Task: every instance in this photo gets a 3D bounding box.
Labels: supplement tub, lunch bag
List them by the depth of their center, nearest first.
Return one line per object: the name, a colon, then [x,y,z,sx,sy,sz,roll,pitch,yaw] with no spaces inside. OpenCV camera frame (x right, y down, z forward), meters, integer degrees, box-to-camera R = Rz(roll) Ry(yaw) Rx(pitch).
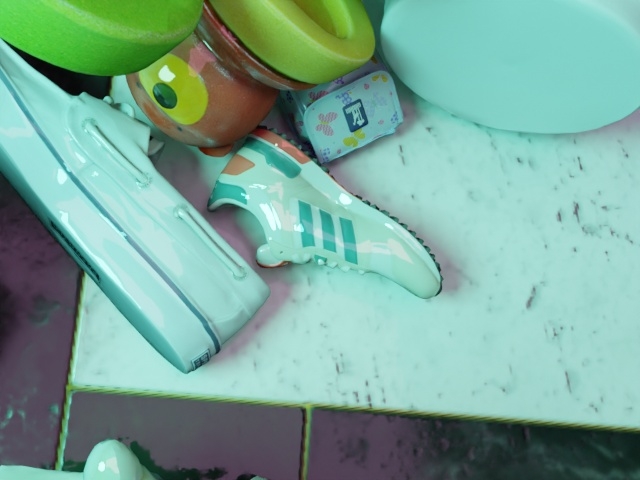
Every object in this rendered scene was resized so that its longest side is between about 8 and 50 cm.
supplement tub: [0.155,-0.228,0.535,0.191,0.191,0.272,19,74,-5]
lunch bag: [0.010,-0.100,0.549,0.071,0.053,0.083,-25,86,-12]

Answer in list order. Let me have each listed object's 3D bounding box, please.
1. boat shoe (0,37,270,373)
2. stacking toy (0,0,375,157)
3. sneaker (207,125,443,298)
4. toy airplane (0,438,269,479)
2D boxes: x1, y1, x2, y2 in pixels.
boat shoe: [-0.134,-0.041,0.496,0.084,0.095,0.258,-40,96,-21]
stacking toy: [-0.143,-0.168,0.415,0.308,0.130,0.279,54,31,2]
sneaker: [0.000,0.000,0.525,0.161,0.057,0.075,38,83,2]
toy airplane: [-0.155,0.253,0.297,0.273,0.386,0.384,30,84,15]
